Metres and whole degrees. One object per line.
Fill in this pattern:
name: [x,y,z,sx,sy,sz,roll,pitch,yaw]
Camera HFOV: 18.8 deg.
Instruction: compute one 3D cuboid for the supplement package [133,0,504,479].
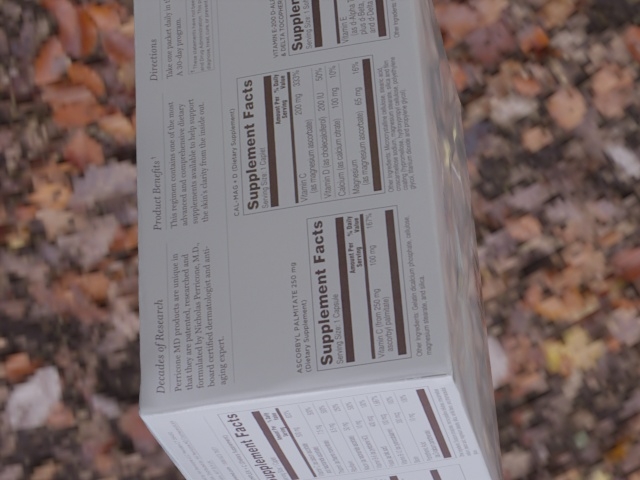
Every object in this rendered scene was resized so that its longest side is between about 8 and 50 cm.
supplement package: [0.000,0.000,0.983,0.145,0.262,0.204,-8,151,9]
